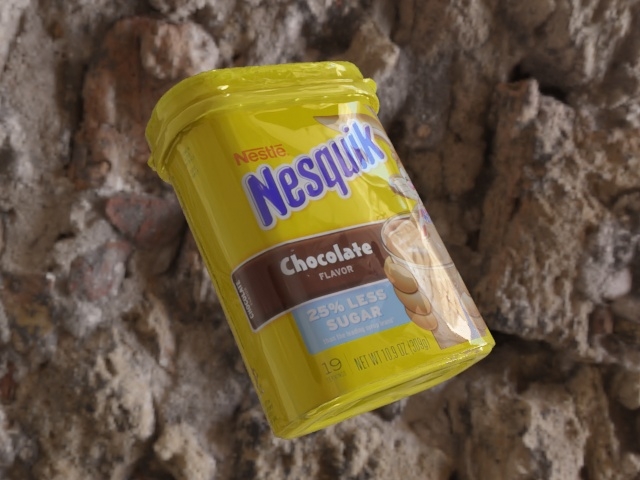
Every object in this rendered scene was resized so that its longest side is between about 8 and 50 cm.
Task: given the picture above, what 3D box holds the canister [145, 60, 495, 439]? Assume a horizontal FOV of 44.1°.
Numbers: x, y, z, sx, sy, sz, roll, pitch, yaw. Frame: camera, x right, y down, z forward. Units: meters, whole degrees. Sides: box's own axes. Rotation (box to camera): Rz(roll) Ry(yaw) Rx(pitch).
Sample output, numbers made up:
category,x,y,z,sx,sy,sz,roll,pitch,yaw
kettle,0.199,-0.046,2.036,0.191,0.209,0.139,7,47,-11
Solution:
category,x,y,z,sx,sy,sz,roll,pitch,yaw
canister,0.000,0.000,0.399,0.073,0.126,0.170,-49,-120,51
